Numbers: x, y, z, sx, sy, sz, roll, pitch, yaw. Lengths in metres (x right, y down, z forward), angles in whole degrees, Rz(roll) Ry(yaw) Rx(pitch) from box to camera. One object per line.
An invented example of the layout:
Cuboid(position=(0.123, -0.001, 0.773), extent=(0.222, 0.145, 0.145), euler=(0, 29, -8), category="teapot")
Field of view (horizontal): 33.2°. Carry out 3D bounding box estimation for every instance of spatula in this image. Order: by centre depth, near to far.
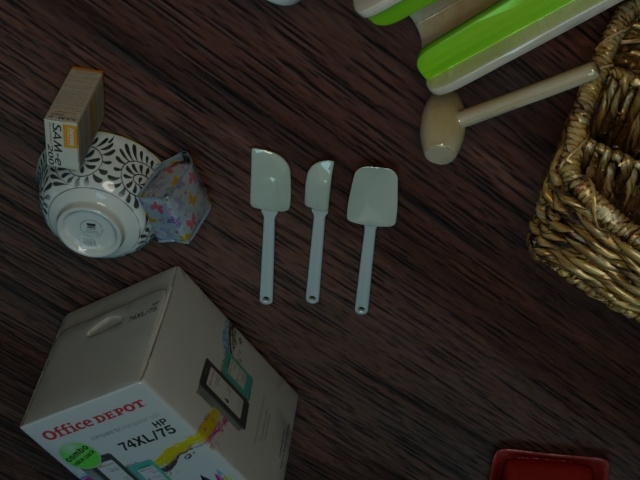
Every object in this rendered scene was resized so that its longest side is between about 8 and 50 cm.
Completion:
Cuboid(position=(0.000, 0.000, 1.249), extent=(0.168, 0.019, 0.242), euler=(6, 132, 3), category="spatula")

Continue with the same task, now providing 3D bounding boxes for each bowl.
Cuboid(position=(-0.253, -0.034, 1.220), extent=(0.170, 0.080, 0.170), euler=(5, 132, 6), category="bowl")

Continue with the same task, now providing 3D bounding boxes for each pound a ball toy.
Cuboid(position=(0.176, -0.228, 0.947), extent=(0.319, 0.136, 0.208), euler=(-26, 134, 28), category="pound a ball toy")

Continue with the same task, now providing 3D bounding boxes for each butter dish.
Cuboid(position=(0.308, 0.374, 1.467), extent=(0.159, 0.118, 0.160), euler=(5, 132, 6), category="butter dish")

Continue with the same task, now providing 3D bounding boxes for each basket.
Cuboid(position=(0.361, -0.049, 0.978), extent=(0.299, 0.213, 0.223), euler=(23, 134, 8), category="basket")

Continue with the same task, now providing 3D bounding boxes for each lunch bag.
Cuboid(position=(-0.158, -0.048, 1.190), extent=(0.053, 0.083, 0.071), euler=(4, 135, 27), category="lunch bag")

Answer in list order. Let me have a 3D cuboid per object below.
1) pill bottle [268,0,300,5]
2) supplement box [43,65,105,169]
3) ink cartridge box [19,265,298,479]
Cuboid(position=(0.005, -0.300, 0.918), extent=(0.108, 0.108, 0.193), euler=(37, 127, -22), category="pill bottle")
Cuboid(position=(-0.256, -0.129, 1.121), extent=(0.036, 0.098, 0.062), euler=(10, 132, 1), category="supplement box")
Cuboid(position=(-0.192, 0.212, 1.349), extent=(0.198, 0.197, 0.270), euler=(-23, 124, 26), category="ink cartridge box")
